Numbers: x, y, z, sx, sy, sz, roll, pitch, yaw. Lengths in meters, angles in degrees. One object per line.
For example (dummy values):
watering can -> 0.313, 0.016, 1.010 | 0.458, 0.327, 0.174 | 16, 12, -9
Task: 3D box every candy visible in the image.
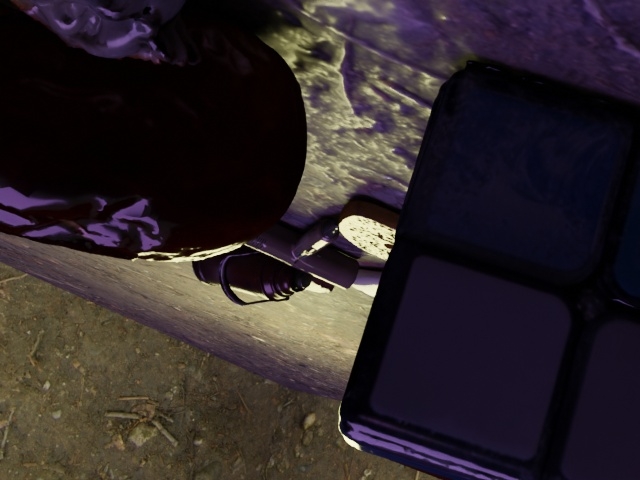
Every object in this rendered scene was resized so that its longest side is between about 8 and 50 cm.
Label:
candy -> -0.022, 0.059, 1.656 | 0.103, 0.043, 0.103 | 18, 166, 5

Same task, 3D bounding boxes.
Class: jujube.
jujube -> -0.167, -0.090, 0.817 | 0.318, 0.223, 0.223 | 0, 177, -29

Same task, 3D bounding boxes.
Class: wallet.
wallet -> 0.127, 0.075, 1.543 | 0.095, 0.033, 0.190 | 32, 161, -36

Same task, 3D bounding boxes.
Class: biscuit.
biscuit -> 0.099, -0.003, 1.287 | 0.142, 0.029, 0.221 | 5, 161, 42

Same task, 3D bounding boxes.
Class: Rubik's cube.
Rubik's cube -> 0.205, 0.077, 0.858 | 0.316, 0.318, 0.313 | 19, 168, 7

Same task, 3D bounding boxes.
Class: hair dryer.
hair dryer -> 0.012, 0.004, 1.420 | 0.195, 0.053, 0.220 | 25, 159, -25

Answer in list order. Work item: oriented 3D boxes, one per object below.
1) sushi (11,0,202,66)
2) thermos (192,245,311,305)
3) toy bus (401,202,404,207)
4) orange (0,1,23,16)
sushi -> -0.207, -0.230, 0.631 | 0.130, 0.124, 0.332 | 6, 163, 43
thermos -> -0.101, 0.045, 1.594 | 0.232, 0.124, 0.099 | 10, 123, 42
toy bus -> 0.171, 0.002, 1.120 | 0.172, 0.072, 0.057 | 13, 169, 28
orange -> -0.347, -0.128, 0.927 | 0.234, 0.234, 0.182 | 22, 167, -10
